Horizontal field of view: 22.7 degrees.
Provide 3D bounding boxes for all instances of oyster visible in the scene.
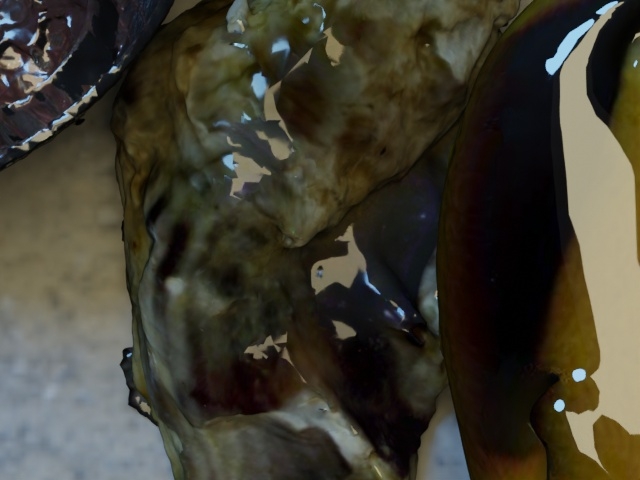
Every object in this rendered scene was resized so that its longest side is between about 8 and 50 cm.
[{"bbox_3d":[0.006,0.000,0.611,0.166,0.094,0.294,-3,90,-11],"label":"oyster"}]

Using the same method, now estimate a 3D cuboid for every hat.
[{"bbox_3d":[-0.118,-0.073,0.618,0.193,0.082,0.193,-14,53,19],"label":"hat"}]

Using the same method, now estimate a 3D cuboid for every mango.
[{"bbox_3d":[0.134,0.037,0.571,0.201,0.152,0.287,-1,86,-16],"label":"mango"}]
